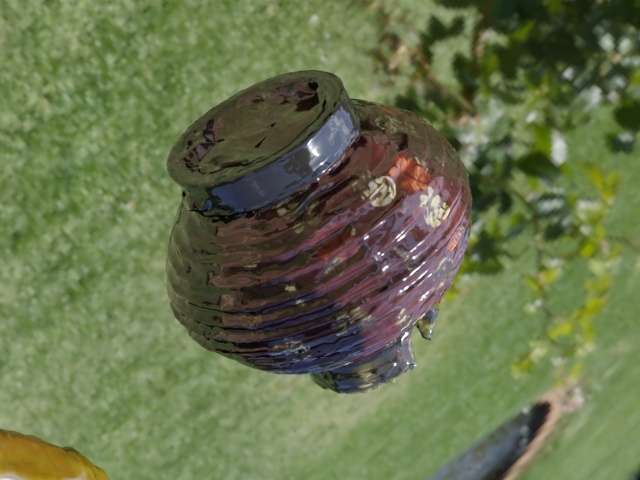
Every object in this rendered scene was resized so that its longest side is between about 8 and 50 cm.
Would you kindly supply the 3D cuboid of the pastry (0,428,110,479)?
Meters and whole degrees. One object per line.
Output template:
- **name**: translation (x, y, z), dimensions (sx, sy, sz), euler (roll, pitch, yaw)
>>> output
- **pastry**: translation (-0.112, 0.133, 0.305), dimensions (0.189, 0.103, 0.188), euler (-20, 137, -19)

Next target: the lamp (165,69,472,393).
- **lamp**: translation (0.000, 0.000, 1.014), dimensions (0.247, 0.247, 0.247), euler (-38, 161, -15)
